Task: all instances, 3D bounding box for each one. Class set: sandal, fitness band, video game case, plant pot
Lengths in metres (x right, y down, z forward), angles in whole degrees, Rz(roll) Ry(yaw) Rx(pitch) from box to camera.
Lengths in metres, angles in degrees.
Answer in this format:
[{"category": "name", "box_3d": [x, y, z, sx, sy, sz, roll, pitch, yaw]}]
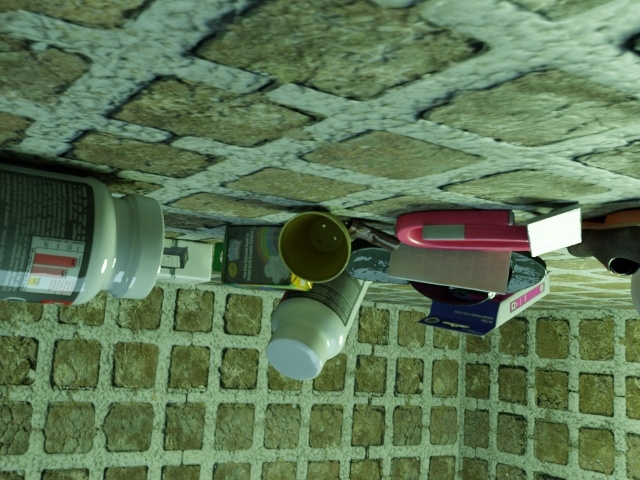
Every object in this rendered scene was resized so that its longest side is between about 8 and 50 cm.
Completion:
[{"category": "sandal", "box_3d": [0.275, 0.085, 1.653, 0.446, 0.107, 0.167, 3, 142, 2]}, {"category": "fitness band", "box_3d": [0.283, -0.015, 1.372, 0.291, 0.054, 0.209, 2, 174, 19]}, {"category": "video game case", "box_3d": [0.387, -0.015, 1.230, 0.087, 0.011, 0.122, -19, 149, 10]}, {"category": "plant pot", "box_3d": [0.000, 0.000, 1.385, 0.134, 0.134, 0.095, 1, -164, 16]}]

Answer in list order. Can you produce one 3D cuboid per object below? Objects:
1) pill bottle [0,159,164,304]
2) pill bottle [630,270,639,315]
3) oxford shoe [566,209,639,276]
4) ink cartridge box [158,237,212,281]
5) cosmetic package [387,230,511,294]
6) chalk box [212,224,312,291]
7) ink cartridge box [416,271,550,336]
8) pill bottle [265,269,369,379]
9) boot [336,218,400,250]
[{"category": "pill bottle", "box_3d": [-0.439, -0.009, 1.137, 0.363, 0.210, 0.210, 9, 170, -32]}, {"category": "pill bottle", "box_3d": [0.768, 0.106, 1.465, 0.204, 0.204, 0.361, -3, 170, 40]}, {"category": "oxford shoe", "box_3d": [0.499, 0.015, 1.300, 0.097, 0.098, 0.271, 4, 172, -4]}, {"category": "ink cartridge box", "box_3d": [-0.416, 0.050, 1.923, 0.237, 0.100, 0.172, 8, 171, -24]}, {"category": "cosmetic package", "box_3d": [0.263, 0.045, 1.527, 0.239, 0.099, 0.060, 9, 179, 9]}, {"category": "chalk box", "box_3d": [-0.134, 0.041, 1.635, 0.213, 0.132, 0.132, 1, 171, 21]}, {"category": "ink cartridge box", "box_3d": [0.404, 0.138, 1.816, 0.176, 0.069, 0.371, 8, -160, 39]}, {"category": "pill bottle", "box_3d": [-0.008, 0.165, 1.727, 0.176, 0.318, 0.176, 12, 130, 14]}, {"category": "boot", "box_3d": [0.096, -0.003, 1.476, 0.114, 0.037, 0.106, 20, 165, -14]}]
